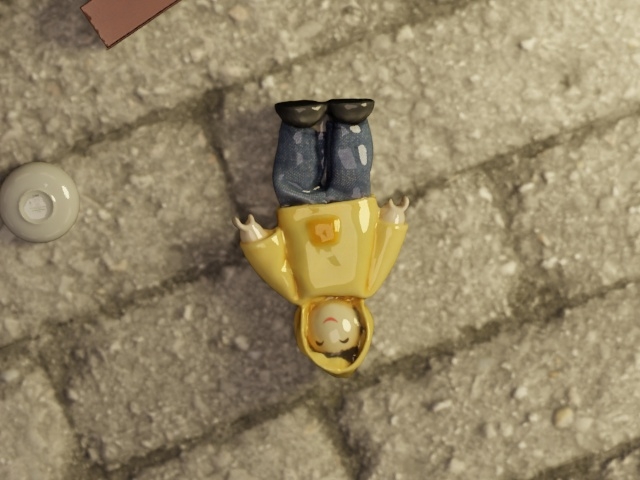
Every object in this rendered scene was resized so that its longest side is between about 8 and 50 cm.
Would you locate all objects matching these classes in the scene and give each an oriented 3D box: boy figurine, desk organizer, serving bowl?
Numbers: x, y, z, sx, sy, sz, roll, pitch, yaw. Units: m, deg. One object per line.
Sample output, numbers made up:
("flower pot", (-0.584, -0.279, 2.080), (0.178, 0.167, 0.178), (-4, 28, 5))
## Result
("boy figurine", (0.000, 0.000, 1.954), (0.177, 0.092, 0.285), (-1, 98, -5))
("desk organizer", (-0.169, -0.244, 1.920), (0.130, 0.047, 0.050), (-33, 98, 4))
("serving bowl", (-0.284, -0.037, 1.964), (0.083, 0.027, 0.083), (0, 100, -3))
